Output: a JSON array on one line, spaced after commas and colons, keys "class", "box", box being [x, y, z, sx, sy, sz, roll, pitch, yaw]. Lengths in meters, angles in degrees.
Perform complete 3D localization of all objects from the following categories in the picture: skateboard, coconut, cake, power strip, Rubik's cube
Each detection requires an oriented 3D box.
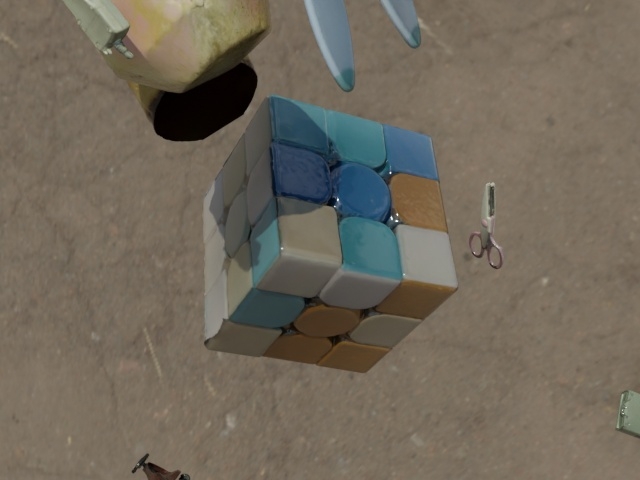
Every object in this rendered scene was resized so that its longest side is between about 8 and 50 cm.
[{"class": "skateboard", "box": [-0.244, 0.355, 1.472, 0.080, 0.151, 0.067, 36, 89, 3]}, {"class": "coconut", "box": [-0.196, -0.327, 1.318, 0.259, 0.259, 0.259, 8, 58, -14]}, {"class": "cake", "box": [-0.217, -0.279, 1.570, 0.185, 0.208, 0.178, -20, 61, -26]}, {"class": "power strip", "box": [0.398, 0.214, 1.144, 0.136, 0.019, 0.051, 21, 64, -9]}, {"class": "Rubik's cube", "box": [0.000, 0.000, 1.807, 0.344, 0.347, 0.347, 12, 54, -25]}, {"class": "power strip", "box": [-0.277, -0.284, 1.155, 0.191, 0.047, 0.030, 51, 50, -4]}]

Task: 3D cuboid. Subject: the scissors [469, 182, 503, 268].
[{"class": "scissors", "box": [0.301, -0.030, 1.810, 0.022, 0.176, 0.085, -26, 42, -27]}]

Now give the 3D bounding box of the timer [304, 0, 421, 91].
[{"class": "timer", "box": [-0.014, -0.262, 0.760, 0.175, 0.256, 0.175, -2, 32, 1]}]
